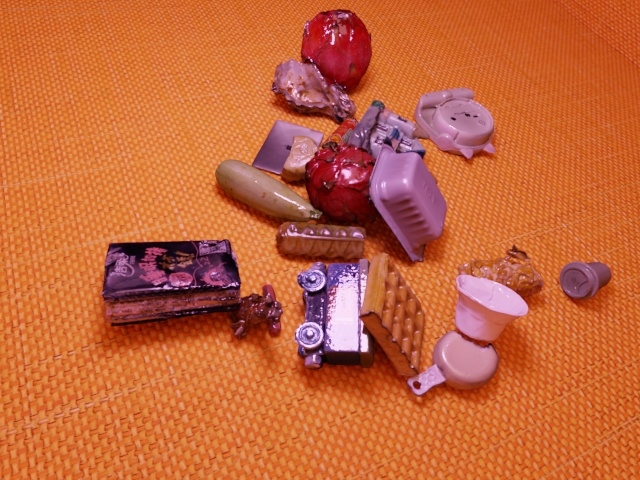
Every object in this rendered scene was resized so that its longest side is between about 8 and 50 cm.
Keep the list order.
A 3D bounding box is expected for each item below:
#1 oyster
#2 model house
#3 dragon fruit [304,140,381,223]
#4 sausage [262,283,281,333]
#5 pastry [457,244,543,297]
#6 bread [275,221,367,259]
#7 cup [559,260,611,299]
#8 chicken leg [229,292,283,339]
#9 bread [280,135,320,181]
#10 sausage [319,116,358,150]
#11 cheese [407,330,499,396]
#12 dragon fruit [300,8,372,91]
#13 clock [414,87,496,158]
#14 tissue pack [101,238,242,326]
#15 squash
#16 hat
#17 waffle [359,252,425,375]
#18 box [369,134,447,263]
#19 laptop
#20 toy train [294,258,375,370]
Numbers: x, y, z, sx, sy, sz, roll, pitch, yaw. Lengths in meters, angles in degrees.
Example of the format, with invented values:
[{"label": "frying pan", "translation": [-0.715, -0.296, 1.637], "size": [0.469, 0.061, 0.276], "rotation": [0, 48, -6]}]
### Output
[{"label": "oyster", "translation": [-0.018, -0.556, 1.799], "size": [0.337, 0.133, 0.197], "rotation": [22, 82, -1]}, {"label": "model house", "translation": [0.266, -0.291, 1.635], "size": [0.325, 0.194, 0.267], "rotation": [26, 52, 5]}, {"label": "dragon fruit", "translation": [0.089, -0.168, 1.469], "size": [0.299, 0.244, 0.244], "rotation": [33, 53, -1]}, {"label": "sausage", "translation": [-0.130, 0.183, 1.289], "size": [0.030, 0.035, 0.147], "rotation": [-20, 58, 7]}, {"label": "pastry", "translation": [0.543, 0.106, 1.438], "size": [0.250, 0.102, 0.154], "rotation": [-5, 57, -13]}, {"label": "bread", "translation": [0.000, -0.001, 1.422], "size": [0.270, 0.098, 0.087], "rotation": [4, 14, -8]}, {"label": "cup", "translation": [0.827, 0.116, 1.485], "size": [0.141, 0.120, 0.120], "rotation": [-9, 55, -28]}, {"label": "chicken leg", "translation": [-0.154, 0.181, 1.210], "size": [0.080, 0.196, 0.125], "rotation": [52, 39, -22]}, {"label": "bread", "translation": [-0.055, -0.264, 1.581], "size": [0.125, 0.086, 0.156], "rotation": [17, 68, 9]}, {"label": "sausage", "translation": [0.053, -0.337, 1.697], "size": [0.083, 0.083, 0.264], "rotation": [29, 54, 11]}, {"label": "cheese", "translation": [0.348, 0.341, 1.240], "size": [0.163, 0.070, 0.249], "rotation": [37, 55, 18]}, {"label": "dragon fruit", "translation": [0.059, -0.745, 1.887], "size": [0.296, 0.301, 0.295], "rotation": [-5, 37, 4]}, {"label": "clock", "translation": [0.542, -0.448, 1.854], "size": [0.265, 0.108, 0.324], "rotation": [-16, 58, -22]}, {"label": "tissue pack", "translation": [-0.379, 0.092, 1.237], "size": [0.332, 0.123, 0.245], "rotation": [-3, 33, -17]}, {"label": "squash", "translation": [-0.162, -0.139, 1.470], "size": [0.371, 0.118, 0.118], "rotation": [28, 53, 12]}, {"label": "hat", "translation": [0.437, 0.191, 1.290], "size": [0.203, 0.126, 0.203], "rotation": [14, 20, -5]}, {"label": "waffle", "translation": [0.190, 0.187, 1.234], "size": [0.055, 0.248, 0.221], "rotation": [-19, 31, 29]}, {"label": "box", "translation": [0.283, -0.125, 1.435], "size": [0.106, 0.336, 0.264], "rotation": [-12, 41, 35]}, {"label": "laptop", "translation": [-0.109, -0.320, 1.686], "size": [0.188, 0.015, 0.269], "rotation": [18, 52, 3]}, {"label": "toy train", "translation": [0.040, 0.189, 1.243], "size": [0.202, 0.131, 0.299], "rotation": [-1, 56, 5]}]
